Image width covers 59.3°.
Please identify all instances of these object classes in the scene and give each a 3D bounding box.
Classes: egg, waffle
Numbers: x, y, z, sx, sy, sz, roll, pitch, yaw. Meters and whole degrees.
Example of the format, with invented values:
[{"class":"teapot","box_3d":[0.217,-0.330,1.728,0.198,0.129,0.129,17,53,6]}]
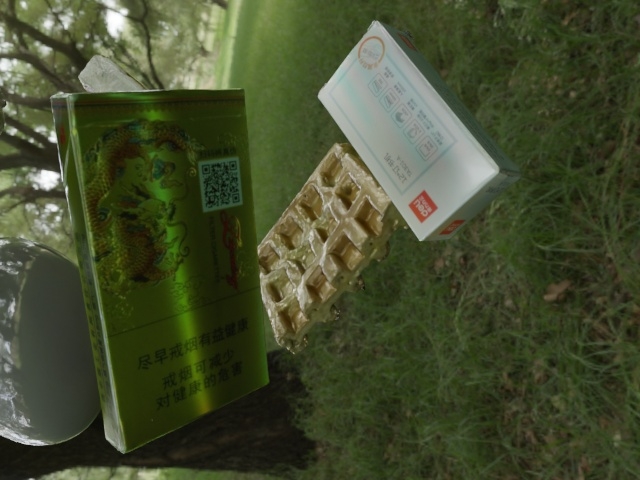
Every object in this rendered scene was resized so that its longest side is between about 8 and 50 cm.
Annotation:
[{"class":"egg","box_3d":[-0.323,0.112,0.624,0.232,0.176,0.176,58,159,4]},{"class":"waffle","box_3d":[0.001,0.000,1.036,0.348,0.077,0.304,-52,32,13]}]

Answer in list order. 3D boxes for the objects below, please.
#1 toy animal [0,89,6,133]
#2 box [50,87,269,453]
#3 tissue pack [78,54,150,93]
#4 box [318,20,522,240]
[{"class":"toy animal","box_3d":[-0.763,-0.304,1.170,0.165,0.235,0.187,-39,-5,-28]},{"class":"box","box_3d":[-0.135,0.020,0.528,0.043,0.172,0.312,10,110,44]},{"class":"tissue pack","box_3d":[-0.404,-0.298,1.255,0.092,0.183,0.226,-53,-13,1]},{"class":"box","box_3d":[0.118,-0.142,0.718,0.135,0.079,0.269,-46,65,30]}]
